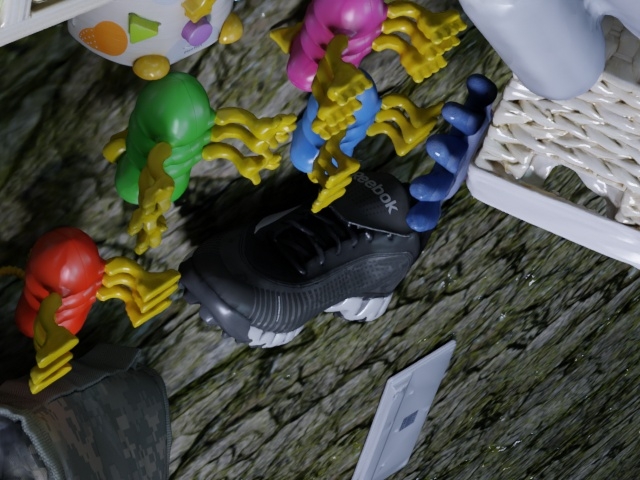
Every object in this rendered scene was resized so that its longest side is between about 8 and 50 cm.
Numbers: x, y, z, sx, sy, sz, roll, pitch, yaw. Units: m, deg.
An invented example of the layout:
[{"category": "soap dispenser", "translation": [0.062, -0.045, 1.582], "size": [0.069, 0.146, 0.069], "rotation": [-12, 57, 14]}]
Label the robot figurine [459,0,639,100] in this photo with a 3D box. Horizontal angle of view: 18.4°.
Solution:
[{"category": "robot figurine", "translation": [0.177, -0.186, 0.843], "size": [0.300, 0.200, 0.353], "rotation": [-44, 152, 12]}]

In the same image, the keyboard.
[{"category": "keyboard", "translation": [0.068, 0.162, 1.733], "size": [0.072, 0.014, 0.256], "rotation": [-35, 161, -25]}]

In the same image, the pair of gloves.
[{"category": "pair of gloves", "translation": [0.097, -0.099, 1.085], "size": [0.198, 0.023, 0.159], "rotation": [-66, 173, 12]}]

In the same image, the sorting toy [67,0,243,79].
[{"category": "sorting toy", "translation": [-0.060, -0.112, 0.848], "size": [0.083, 0.045, 0.075], "rotation": [-30, 163, -24]}]

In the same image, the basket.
[{"category": "basket", "translation": [0.161, -0.086, 1.043], "size": [0.167, 0.113, 0.103], "rotation": [-59, 169, -46]}]

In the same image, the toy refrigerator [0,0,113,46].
[{"category": "toy refrigerator", "translation": [-0.093, -0.136, 0.676], "size": [0.269, 0.094, 0.102], "rotation": [-26, 157, -30]}]

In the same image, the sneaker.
[{"category": "sneaker", "translation": [0.000, 0.000, 1.170], "size": [0.106, 0.078, 0.234], "rotation": [-50, 161, 21]}]

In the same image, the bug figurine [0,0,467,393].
[{"category": "bug figurine", "translation": [-0.045, -0.043, 0.988], "size": [0.279, 0.072, 0.216], "rotation": [-32, 166, -31]}]

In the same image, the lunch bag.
[{"category": "lunch bag", "translation": [-0.178, 0.198, 1.080], "size": [0.235, 0.169, 0.287], "rotation": [-9, 113, -78]}]
